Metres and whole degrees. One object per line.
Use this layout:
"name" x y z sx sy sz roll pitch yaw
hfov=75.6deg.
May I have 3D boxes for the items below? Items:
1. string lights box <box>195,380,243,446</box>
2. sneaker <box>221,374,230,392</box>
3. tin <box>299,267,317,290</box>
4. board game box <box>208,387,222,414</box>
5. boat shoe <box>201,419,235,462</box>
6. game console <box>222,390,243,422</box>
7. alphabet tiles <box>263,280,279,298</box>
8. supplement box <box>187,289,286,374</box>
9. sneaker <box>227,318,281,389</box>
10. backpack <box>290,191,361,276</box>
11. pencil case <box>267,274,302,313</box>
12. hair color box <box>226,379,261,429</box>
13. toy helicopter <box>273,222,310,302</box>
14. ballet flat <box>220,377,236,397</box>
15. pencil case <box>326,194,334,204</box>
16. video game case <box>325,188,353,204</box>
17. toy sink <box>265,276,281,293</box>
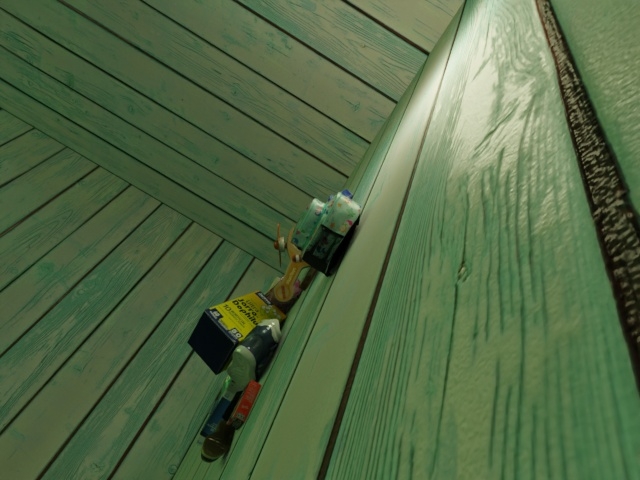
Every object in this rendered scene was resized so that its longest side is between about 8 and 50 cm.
"string lights box" -0.446 0.772 1.830 0.260 0.076 0.133 -59 3 -3
"sneaker" -0.419 0.687 2.069 0.111 0.103 0.252 -121 56 -81
"tin" -0.036 0.132 1.803 0.190 0.040 0.106 -59 8 -1
"board game box" -0.512 0.829 2.304 0.319 0.066 0.318 -61 4 -26
"boat shoe" -0.329 0.651 1.311 0.223 0.080 0.073 36 -100 -89
"game console" -0.325 0.662 1.619 0.122 0.071 0.107 -58 -26 3
"alphabet tiles" -0.241 0.313 2.219 0.237 0.009 0.198 -42 -37 -8
"supplement box" -0.349 0.381 1.775 0.195 0.194 0.356 -57 -20 23
"sneaker" -0.238 0.435 1.624 0.236 0.130 0.323 -42 -19 -38
"backpack" 0.021 -0.039 1.359 0.253 0.191 0.225 -54 3 1
"pencil case" -0.178 0.269 1.970 0.284 0.124 0.124 -53 7 52
"hair color box" -0.251 0.541 1.363 0.072 0.043 0.141 -55 6 37
"toy helicopter" -0.109 0.079 1.675 0.140 0.235 0.355 98 -164 -75
"ballet flat" -0.400 0.681 1.950 0.247 0.083 0.087 -61 18 0
"pencil case" 0.022 -0.065 1.827 0.306 0.119 0.133 -53 33 31
"video game case" 0.039 -0.136 2.140 0.244 0.061 0.269 -49 -4 29
"toy sink" -0.277 0.346 2.505 0.234 0.131 0.153 -60 3 -8
